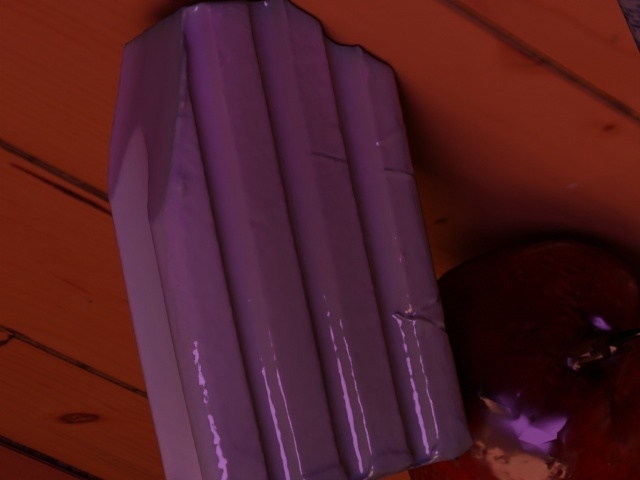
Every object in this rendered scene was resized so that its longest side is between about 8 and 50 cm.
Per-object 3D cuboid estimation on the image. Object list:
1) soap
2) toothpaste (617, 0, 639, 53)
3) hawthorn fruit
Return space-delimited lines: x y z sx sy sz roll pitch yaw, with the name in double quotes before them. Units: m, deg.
"soap" -0.033 0.008 0.971 0.208 0.347 0.115 -11 178 -29
"toothpaste" 0.192 -0.153 0.792 0.062 0.037 0.216 1 145 32
"hawthorn fruit" 0.191 0.117 1.081 0.254 0.254 0.300 25 153 -14
